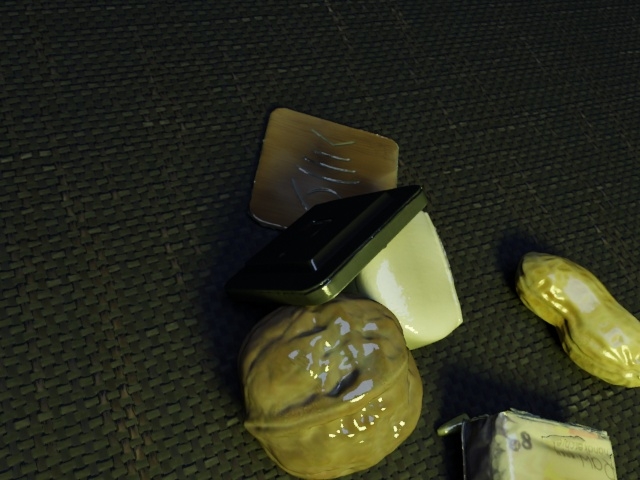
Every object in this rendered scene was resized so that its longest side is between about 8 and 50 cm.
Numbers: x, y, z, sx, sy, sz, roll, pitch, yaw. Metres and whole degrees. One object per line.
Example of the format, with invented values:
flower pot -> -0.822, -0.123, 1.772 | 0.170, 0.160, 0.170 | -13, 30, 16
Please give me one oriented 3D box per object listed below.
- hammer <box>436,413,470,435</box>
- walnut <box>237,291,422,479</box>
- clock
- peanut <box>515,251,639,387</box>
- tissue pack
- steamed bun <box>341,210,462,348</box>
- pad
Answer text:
hammer -> 0.257, 0.387, 0.910 | 0.060, 0.028, 0.195 | -18, 71, -18
walnut -> 0.009, 0.203, 0.814 | 0.273, 0.273, 0.227 | -6, 28, -19
clock -> 0.000, -0.001, 0.886 | 0.273, 0.279, 0.049 | -42, 111, -32
peanut -> 0.491, 0.141, 1.044 | 0.147, 0.147, 0.305 | -26, 69, -26
tissue pack -> 0.336, 0.443, 0.829 | 0.242, 0.125, 0.343 | 18, 58, -20
steamed bun -> 0.123, 0.069, 0.963 | 0.164, 0.146, 0.241 | -5, 70, -22
pad -> 0.016, -0.125, 1.111 | 0.287, 0.018, 0.284 | 14, 60, -9
